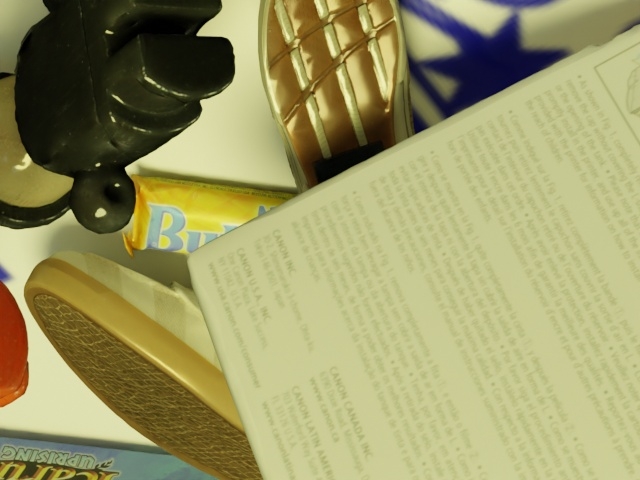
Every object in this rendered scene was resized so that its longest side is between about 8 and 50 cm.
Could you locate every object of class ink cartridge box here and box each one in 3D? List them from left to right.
[{"bbox_3d":[0.092,0.034,0.546,0.232,0.189,0.066,-25,144,3],"label":"ink cartridge box"}]

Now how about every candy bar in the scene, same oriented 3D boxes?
[{"bbox_3d":[0.000,0.000,0.688,0.161,0.018,0.040,8,132,7],"label":"candy bar"}]

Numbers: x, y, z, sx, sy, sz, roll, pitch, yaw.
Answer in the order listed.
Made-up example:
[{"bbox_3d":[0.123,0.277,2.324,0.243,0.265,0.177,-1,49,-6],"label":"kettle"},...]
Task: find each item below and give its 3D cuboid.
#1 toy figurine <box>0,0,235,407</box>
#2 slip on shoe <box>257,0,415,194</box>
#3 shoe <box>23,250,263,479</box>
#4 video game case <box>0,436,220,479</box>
[{"bbox_3d":[-0.159,-0.043,0.567,0.209,0.213,0.148,41,145,-17],"label":"toy figurine"},{"bbox_3d":[0.009,-0.045,0.629,0.051,0.041,0.135,-16,112,1],"label":"slip on shoe"},{"bbox_3d":[-0.022,0.066,0.733,0.219,0.058,0.076,36,150,-12],"label":"shoe"},{"bbox_3d":[-0.125,0.195,0.866,0.269,0.061,0.244,5,133,11],"label":"video game case"}]
